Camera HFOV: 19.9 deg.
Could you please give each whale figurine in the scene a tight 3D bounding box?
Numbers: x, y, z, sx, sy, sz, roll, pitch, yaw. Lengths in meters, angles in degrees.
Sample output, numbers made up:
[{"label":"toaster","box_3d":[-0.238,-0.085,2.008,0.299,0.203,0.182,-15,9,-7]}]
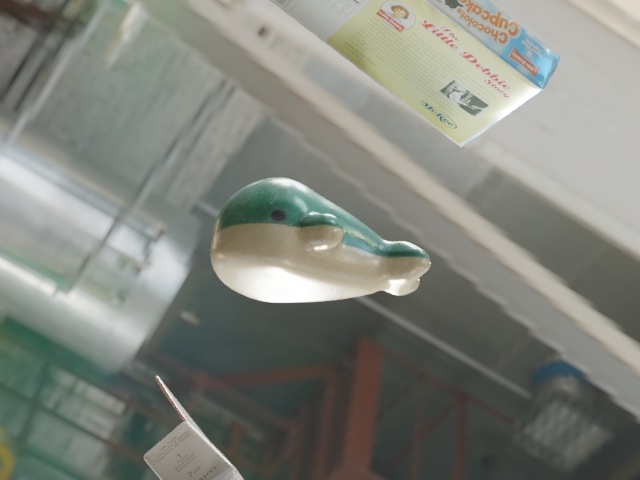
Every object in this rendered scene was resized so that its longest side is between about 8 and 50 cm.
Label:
[{"label":"whale figurine","box_3d":[0.000,0.000,2.289,0.216,0.272,0.141,108,-13,-68]}]

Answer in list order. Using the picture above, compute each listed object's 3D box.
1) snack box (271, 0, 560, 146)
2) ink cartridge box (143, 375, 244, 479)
[{"label":"snack box","box_3d":[0.096,-0.251,2.087,0.060,0.322,0.187,-59,-167,-29]},{"label":"ink cartridge box","box_3d":[-0.076,0.303,1.883,0.066,0.296,0.261,-40,-154,-8]}]
